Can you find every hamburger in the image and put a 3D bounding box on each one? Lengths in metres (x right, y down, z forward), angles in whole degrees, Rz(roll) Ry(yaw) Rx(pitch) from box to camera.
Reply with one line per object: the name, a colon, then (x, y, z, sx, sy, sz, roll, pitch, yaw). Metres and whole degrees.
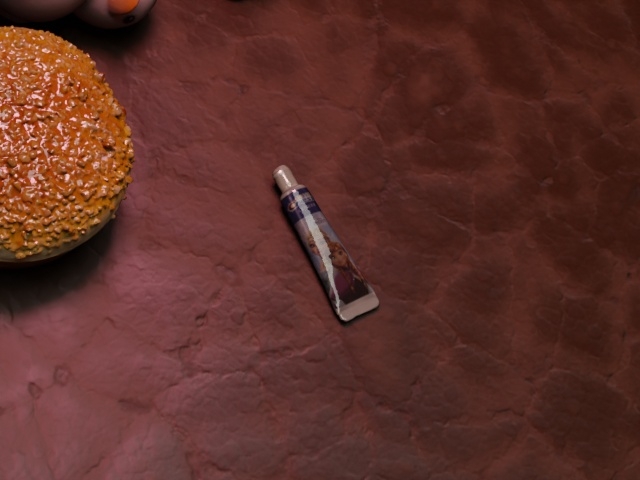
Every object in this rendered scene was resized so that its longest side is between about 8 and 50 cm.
hamburger: (-0.365, -0.107, 1.673, 0.302, 0.170, 0.302, 6, 65, -13)

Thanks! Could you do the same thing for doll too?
doll: (-0.313, -0.361, 1.820, 0.221, 0.221, 0.251, -31, 49, -26)

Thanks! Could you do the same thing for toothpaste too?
toothpaste: (0.000, 0.000, 1.804, 0.062, 0.037, 0.216, -24, 79, -26)
